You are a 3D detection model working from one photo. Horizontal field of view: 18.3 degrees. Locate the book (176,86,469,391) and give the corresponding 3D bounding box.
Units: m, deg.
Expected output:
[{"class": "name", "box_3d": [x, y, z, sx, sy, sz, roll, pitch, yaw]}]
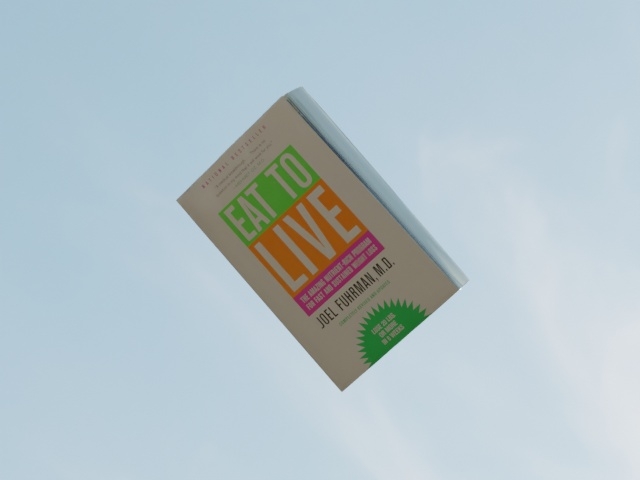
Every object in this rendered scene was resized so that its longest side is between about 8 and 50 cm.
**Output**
[{"class": "book", "box_3d": [0.000, 0.000, 1.112, 0.096, 0.035, 0.144, -43, -93, 22]}]
